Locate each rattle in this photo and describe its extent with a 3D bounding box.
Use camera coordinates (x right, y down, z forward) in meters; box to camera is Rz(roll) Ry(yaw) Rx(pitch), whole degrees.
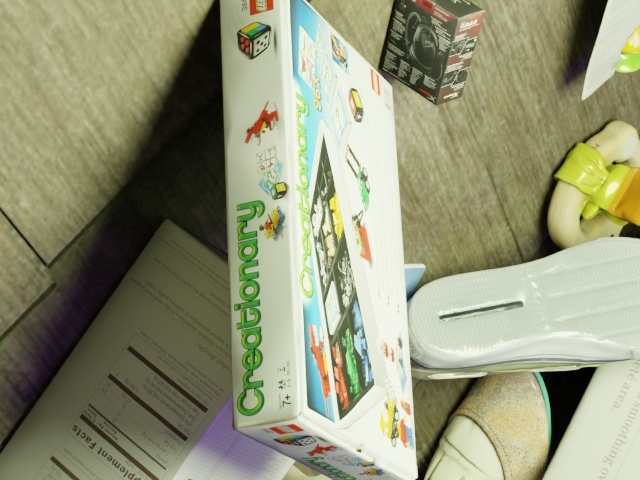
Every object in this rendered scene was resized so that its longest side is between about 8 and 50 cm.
[{"bbox_3d":[0.292,-0.004,1.815,0.130,0.142,0.200,-53,148,-39],"label":"rattle"}]

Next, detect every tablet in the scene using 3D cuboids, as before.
[{"bbox_3d":[0.058,0.056,1.681,0.054,0.006,0.083,-1,122,-53],"label":"tablet"}]

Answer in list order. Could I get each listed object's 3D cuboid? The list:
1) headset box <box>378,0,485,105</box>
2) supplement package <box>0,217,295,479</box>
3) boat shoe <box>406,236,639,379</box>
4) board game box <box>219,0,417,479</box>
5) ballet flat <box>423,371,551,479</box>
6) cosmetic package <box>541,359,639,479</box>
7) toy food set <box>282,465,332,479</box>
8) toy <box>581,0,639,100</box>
[{"bbox_3d":[0.083,-0.152,1.454,0.032,0.062,0.083,-21,136,-42],"label":"headset box"},{"bbox_3d":[-0.107,0.133,1.411,0.244,0.134,0.139,-54,149,1],"label":"supplement package"},{"bbox_3d":[0.204,0.064,1.728,0.302,0.109,0.094,-4,163,-16],"label":"boat shoe"},{"bbox_3d":[0.000,0.000,1.319,0.193,0.053,0.305,38,45,-58],"label":"board game box"},{"bbox_3d":[0.150,0.247,1.904,0.106,0.107,0.316,-23,137,-29],"label":"ballet flat"},{"bbox_3d":[0.467,0.195,1.893,0.329,0.393,0.327,-64,164,2],"label":"cosmetic package"},{"bbox_3d":[-0.008,0.245,1.572,0.092,0.219,0.306,-36,144,-28],"label":"toy food set"},{"bbox_3d":[0.265,-0.240,1.620,0.137,0.056,0.237,-37,150,-32],"label":"toy"}]
